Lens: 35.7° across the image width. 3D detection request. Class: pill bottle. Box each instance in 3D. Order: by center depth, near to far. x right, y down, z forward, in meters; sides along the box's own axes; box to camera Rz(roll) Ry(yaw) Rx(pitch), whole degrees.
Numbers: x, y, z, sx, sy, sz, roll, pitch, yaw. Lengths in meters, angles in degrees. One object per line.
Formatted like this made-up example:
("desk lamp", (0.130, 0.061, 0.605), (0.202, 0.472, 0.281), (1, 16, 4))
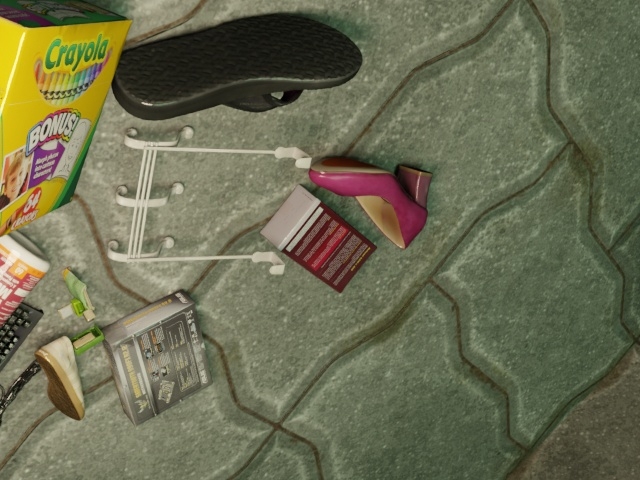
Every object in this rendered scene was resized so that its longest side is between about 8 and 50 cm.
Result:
("pill bottle", (-0.547, 0.086, 1.593), (0.221, 0.121, 0.121), (-50, 138, -1))

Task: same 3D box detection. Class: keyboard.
("keyboard", (-0.590, 0.245, 1.734), (0.317, 0.033, 0.201), (-52, 138, 2))

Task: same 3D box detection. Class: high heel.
("high heel", (0.101, -0.067, 2.031), (0.377, 0.127, 0.181), (3, 105, -45))

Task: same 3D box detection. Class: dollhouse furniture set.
("dollhouse furniture set", (-0.434, 0.126, 1.751), (0.058, 0.076, 0.151), (-30, 135, -22))

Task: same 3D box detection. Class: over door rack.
("over door rack", (-0.204, -0.071, 1.769), (0.324, 0.108, 0.239), (5, 116, -19))

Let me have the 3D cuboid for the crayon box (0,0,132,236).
("crayon box", (-0.414, -0.174, 1.389), (0.363, 0.106, 0.313), (-57, 171, -73))

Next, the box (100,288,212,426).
("box", (-0.316, 0.230, 1.938), (0.183, 0.056, 0.231), (-27, 132, -23))

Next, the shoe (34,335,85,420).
("shoe", (-0.460, 0.254, 1.809), (0.058, 0.076, 0.219), (-52, 155, -34))

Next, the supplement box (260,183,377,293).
("supplement box", (0.000, 0.000, 2.038), (0.130, 0.073, 0.239), (-51, 137, 1))

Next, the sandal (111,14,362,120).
("sandal", (-0.141, -0.284, 1.689), (0.446, 0.167, 0.107), (-14, 152, -25))
